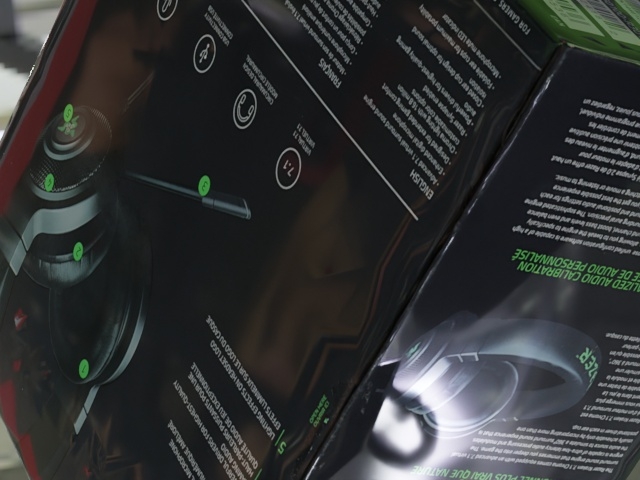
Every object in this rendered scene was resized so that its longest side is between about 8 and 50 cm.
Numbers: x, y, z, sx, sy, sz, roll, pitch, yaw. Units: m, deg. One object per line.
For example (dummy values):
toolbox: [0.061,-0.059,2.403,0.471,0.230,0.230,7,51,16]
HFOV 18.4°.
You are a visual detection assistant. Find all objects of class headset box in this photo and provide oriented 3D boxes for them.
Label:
headset box: [0.000,0.000,0.675,0.131,0.283,0.246,10,-150,-36]
